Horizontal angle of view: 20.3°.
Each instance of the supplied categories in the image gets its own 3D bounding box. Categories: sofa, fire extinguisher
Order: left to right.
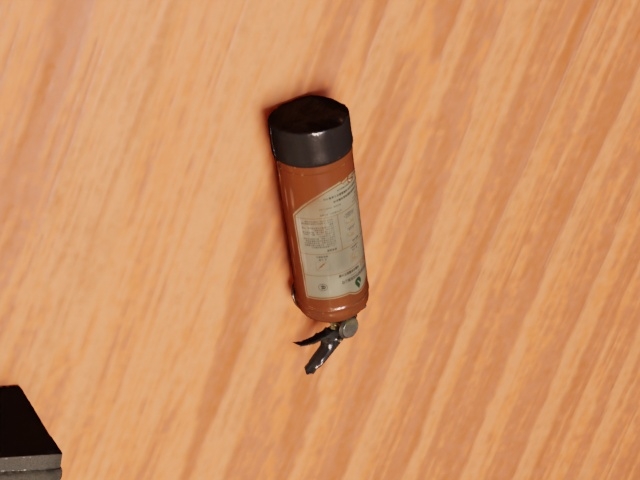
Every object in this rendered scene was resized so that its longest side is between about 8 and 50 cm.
[{"bbox_3d":[-0.229,0.131,1.013,0.147,0.085,0.060,-1,115,-30],"label":"sofa"},{"bbox_3d":[0.000,0.000,1.088,0.062,0.050,0.177,-33,131,-33],"label":"fire extinguisher"}]
